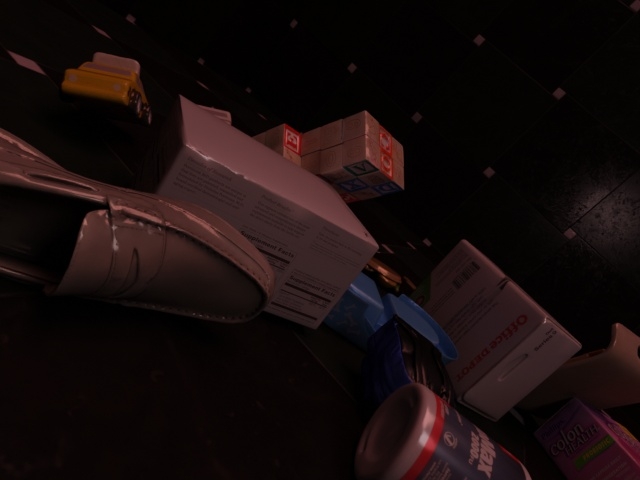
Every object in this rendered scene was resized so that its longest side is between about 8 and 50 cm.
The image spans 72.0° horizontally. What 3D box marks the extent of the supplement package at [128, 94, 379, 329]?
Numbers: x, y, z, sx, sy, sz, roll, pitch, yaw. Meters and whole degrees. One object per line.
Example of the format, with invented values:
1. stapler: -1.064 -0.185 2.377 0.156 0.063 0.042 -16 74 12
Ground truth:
1. supplement package: -0.094 -0.037 0.571 0.262 0.145 0.204 27 18 -31

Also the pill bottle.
1. pill bottle: 0.131 0.230 0.412 0.180 0.108 0.108 39 14 -3

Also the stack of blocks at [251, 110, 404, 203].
1. stack of blocks: -0.025 -0.124 0.772 0.171 0.297 0.087 23 63 -50

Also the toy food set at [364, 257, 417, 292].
1. toy food set: 0.143 0.078 1.084 0.192 0.038 0.132 31 8 -8

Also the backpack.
1. backpack: 0.104 0.173 0.533 0.098 0.101 0.120 33 19 -16

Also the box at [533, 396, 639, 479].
1. box: 0.559 0.445 0.802 0.213 0.117 0.243 32 15 -27

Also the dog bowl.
1. dog bowl: 0.088 0.119 0.718 0.297 0.074 0.166 36 14 -14

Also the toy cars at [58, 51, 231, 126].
1. toy cars: -0.258 -0.226 0.748 0.176 0.087 0.393 12 4 28

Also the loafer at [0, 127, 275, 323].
1. loafer: -0.178 0.007 0.347 0.319 0.112 0.111 23 25 -26

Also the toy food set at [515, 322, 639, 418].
1. toy food set: 0.480 0.257 0.868 0.219 0.306 0.092 31 45 -26

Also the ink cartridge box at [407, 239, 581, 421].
1. ink cartridge box: 0.308 0.163 0.862 0.121 0.211 0.289 34 16 -25
